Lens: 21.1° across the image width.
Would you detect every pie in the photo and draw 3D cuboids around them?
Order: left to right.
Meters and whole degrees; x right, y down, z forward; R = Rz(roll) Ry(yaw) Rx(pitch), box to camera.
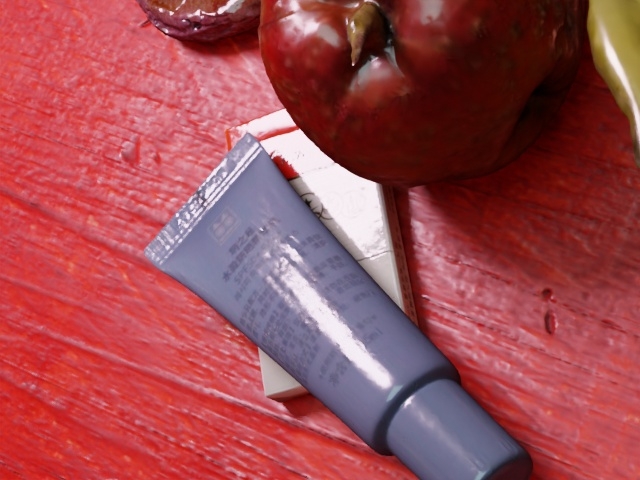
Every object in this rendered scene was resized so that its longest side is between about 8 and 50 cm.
[{"bbox_3d":[-0.090,-0.259,1.544,0.182,0.049,0.182,-10,65,23],"label":"pie"}]

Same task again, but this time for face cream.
[{"bbox_3d":[0.012,0.070,1.333,0.135,0.086,0.385,-49,57,3],"label":"face cream"}]

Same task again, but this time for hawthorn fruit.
[{"bbox_3d":[0.076,-0.167,1.311,0.258,0.261,0.258,-21,57,35],"label":"hawthorn fruit"}]

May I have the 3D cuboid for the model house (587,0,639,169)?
[{"bbox_3d":[0.298,-0.097,1.193,0.174,0.234,0.193,-24,55,12],"label":"model house"}]

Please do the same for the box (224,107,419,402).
[{"bbox_3d":[0.000,0.000,1.424,0.139,0.035,0.245,-20,66,21],"label":"box"}]
